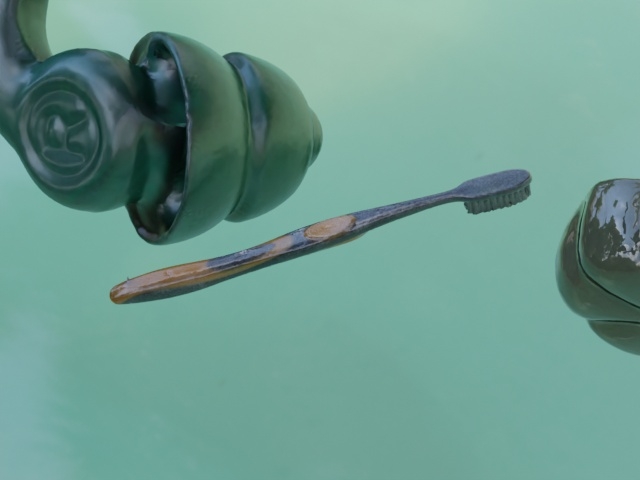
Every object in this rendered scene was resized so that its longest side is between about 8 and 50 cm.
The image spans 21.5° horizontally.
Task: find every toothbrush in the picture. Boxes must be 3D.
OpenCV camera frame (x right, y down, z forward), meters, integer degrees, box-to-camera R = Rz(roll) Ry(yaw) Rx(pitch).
[{"bbox_3d":[-0.001,-0.002,1.231,0.321,0.031,0.023,-14,51,1],"label":"toothbrush"}]

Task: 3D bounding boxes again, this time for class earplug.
[{"bbox_3d":[-0.136,-0.114,1.337,0.164,0.280,0.257,117,150,-42],"label":"earplug"}]

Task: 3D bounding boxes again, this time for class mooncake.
[{"bbox_3d":[0.384,0.039,1.817,0.275,0.275,0.135,-2,62,42],"label":"mooncake"}]
